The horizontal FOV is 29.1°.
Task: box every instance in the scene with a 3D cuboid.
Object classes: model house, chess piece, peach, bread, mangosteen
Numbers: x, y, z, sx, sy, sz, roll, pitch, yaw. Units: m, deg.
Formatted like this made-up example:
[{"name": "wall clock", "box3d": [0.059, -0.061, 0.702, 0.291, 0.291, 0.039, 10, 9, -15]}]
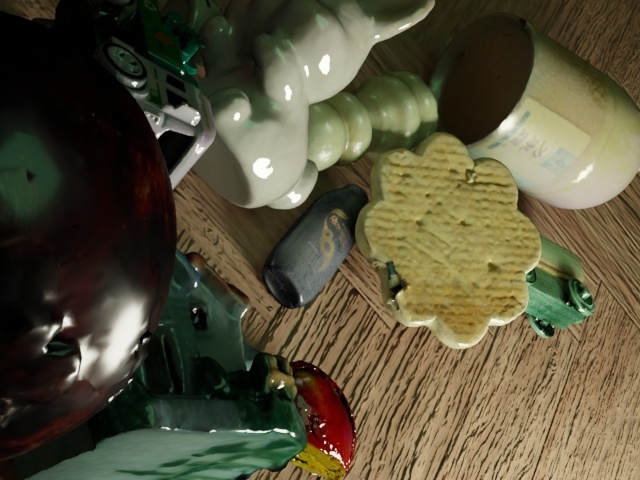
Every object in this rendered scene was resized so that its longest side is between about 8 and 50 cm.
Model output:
[{"name": "model house", "box3d": [-0.181, 0.085, 1.302, 0.295, 0.251, 0.329, 9, 58, -43]}, {"name": "chess piece", "box3d": [0.041, -0.162, 1.747, 0.243, 0.133, 0.133, -17, 83, -42]}, {"name": "peach", "box3d": [-0.014, 0.223, 1.506, 0.172, 0.092, 0.127, 51, 39, -11]}, {"name": "bread", "box3d": [0.180, -0.003, 1.749, 0.316, 0.054, 0.316, 9, 70, -26]}, {"name": "mangosteen", "box3d": [-0.327, -0.004, 1.012, 0.381, 0.421, 0.381, -23, 121, -46]}]

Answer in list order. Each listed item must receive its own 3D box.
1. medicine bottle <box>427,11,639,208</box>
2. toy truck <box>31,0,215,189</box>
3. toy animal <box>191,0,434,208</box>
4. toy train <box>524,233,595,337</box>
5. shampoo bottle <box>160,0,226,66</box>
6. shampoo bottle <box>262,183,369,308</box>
[{"name": "medicine bottle", "box3d": [0.388, -0.183, 2.025, 0.406, 0.235, 0.236, 25, 54, -35]}, {"name": "toy truck", "box3d": [-0.221, -0.195, 1.369, 0.178, 0.176, 0.363, 27, 30, -29]}, {"name": "toy animal", "box3d": [-0.025, -0.215, 1.559, 0.368, 0.196, 0.241, -54, 135, -13]}, {"name": "toy train", "box3d": [0.318, 0.041, 1.944, 0.285, 0.116, 0.177, 24, 43, -36]}, {"name": "shampoo bottle", "box3d": [-0.095, -0.254, 1.670, 0.262, 0.085, 0.085, 18, 58, -40]}, {"name": "shampoo bottle", "box3d": [0.000, 0.000, 1.666, 0.087, 0.049, 0.234, 59, 40, -17]}]
